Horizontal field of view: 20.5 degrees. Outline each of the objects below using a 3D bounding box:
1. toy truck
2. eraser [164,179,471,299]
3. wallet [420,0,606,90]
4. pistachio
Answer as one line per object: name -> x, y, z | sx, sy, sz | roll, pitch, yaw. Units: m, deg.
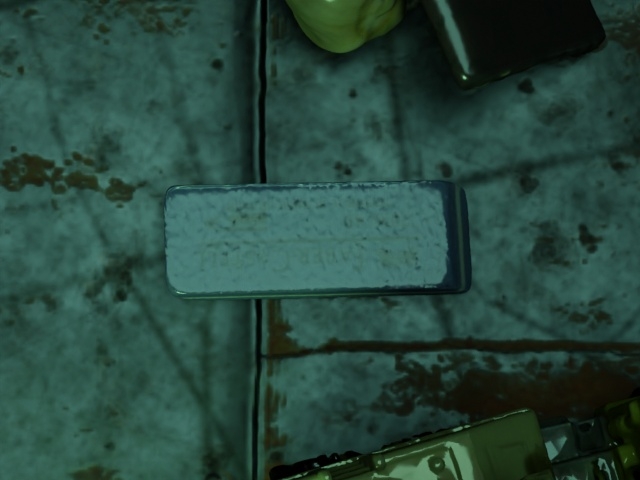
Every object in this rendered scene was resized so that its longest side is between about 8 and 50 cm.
toy truck -> 0.153, 0.190, 1.167 | 0.405, 0.254, 0.180 | -12, 80, -9
eraser -> 0.000, 0.000, 1.278 | 0.225, 0.036, 0.082 | -1, 82, -5
wallet -> 0.110, -0.226, 1.271 | 0.182, 0.049, 0.229 | -22, 87, -47
pistachio -> 0.011, -0.213, 1.276 | 0.113, 0.113, 0.149 | -17, 71, -7
